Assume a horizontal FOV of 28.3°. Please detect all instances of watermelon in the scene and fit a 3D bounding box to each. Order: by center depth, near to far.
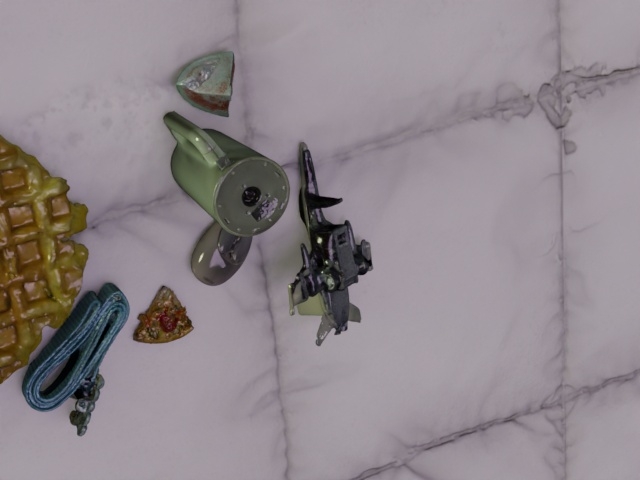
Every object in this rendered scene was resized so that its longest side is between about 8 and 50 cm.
[{"bbox_3d":[-0.130,-0.184,1.523,0.085,0.061,0.085,-17,118,-34],"label":"watermelon"}]

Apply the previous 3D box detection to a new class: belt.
[{"bbox_3d":[-0.287,0.141,1.563,0.100,0.065,0.179,36,90,-25],"label":"belt"}]

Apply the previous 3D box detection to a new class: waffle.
[{"bbox_3d":[-0.420,0.022,1.436,0.325,0.068,0.302,34,90,-33],"label":"waffle"}]

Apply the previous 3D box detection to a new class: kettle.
[{"bbox_3d":[-0.123,-0.079,1.518,0.127,0.148,0.098,16,102,-35],"label":"kettle"}]

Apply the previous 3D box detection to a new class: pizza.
[{"bbox_3d":[-0.199,0.098,1.617,0.083,0.025,0.078,-11,116,-25],"label":"pizza"}]

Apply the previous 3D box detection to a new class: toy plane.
[{"bbox_3d":[0.009,0.001,1.662,0.192,0.088,0.262,-29,122,-50],"label":"toy plane"}]

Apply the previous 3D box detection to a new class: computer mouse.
[{"bbox_3d":[-0.123,0.015,1.619,0.066,0.039,0.096,40,86,-35],"label":"computer mouse"}]
